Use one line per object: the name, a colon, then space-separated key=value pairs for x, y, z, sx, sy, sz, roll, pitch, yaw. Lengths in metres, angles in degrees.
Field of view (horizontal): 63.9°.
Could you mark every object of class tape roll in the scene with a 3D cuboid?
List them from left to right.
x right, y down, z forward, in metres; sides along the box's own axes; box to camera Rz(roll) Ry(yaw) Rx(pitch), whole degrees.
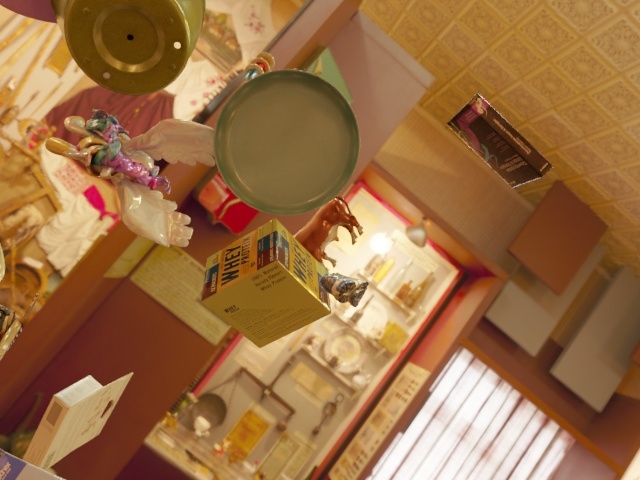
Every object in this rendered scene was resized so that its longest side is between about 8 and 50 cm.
tape roll: x=-0.705 y=-0.666 z=1.324 sx=0.275 sy=0.275 sz=0.090 roll=36 pitch=-50 yaw=13

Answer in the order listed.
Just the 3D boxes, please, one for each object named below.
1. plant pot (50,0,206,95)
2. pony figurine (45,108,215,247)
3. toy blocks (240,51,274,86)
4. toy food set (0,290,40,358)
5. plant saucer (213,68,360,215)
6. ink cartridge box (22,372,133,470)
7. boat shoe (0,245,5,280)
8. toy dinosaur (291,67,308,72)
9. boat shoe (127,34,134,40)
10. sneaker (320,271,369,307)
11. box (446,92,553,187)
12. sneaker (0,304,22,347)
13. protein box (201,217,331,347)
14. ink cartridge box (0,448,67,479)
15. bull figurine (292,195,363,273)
plant pot: x=-0.424 y=-0.499 z=1.139 sx=0.366 sy=0.366 sz=0.353 roll=47 pitch=13 yaw=-39
pony figurine: x=-0.440 y=-0.175 z=1.200 sx=0.351 sy=0.303 sz=0.363 roll=17 pitch=8 yaw=-39
toy blocks: x=-0.177 y=-0.409 z=1.326 sx=0.054 sy=0.148 sz=0.123 roll=30 pitch=-53 yaw=-9
toy food set: x=-0.498 y=0.167 z=0.772 sx=0.038 sy=0.192 sz=0.132 roll=31 pitch=-36 yaw=-22
plant saucer: x=-0.073 y=-0.211 z=1.122 sx=0.317 sy=0.317 sz=0.044 roll=38 pitch=1 yaw=2
ink cartridge box: x=-0.732 y=0.534 z=1.552 sx=0.066 sy=0.296 sz=0.261 roll=36 pitch=18 yaw=11
boat shoe: x=-0.527 y=-0.066 z=0.692 sx=0.302 sy=0.109 sz=0.098 roll=57 pitch=-41 yaw=10
toy dinosaur: x=-0.052 y=-0.425 z=1.391 sx=0.082 sy=0.047 sz=0.090 roll=62 pitch=-8 yaw=14
boat shoe: x=-0.459 y=-0.541 z=1.276 sx=0.116 sy=0.324 sz=0.123 roll=-12 pitch=-64 yaw=27
sneaker: x=0.041 y=0.077 z=0.883 sx=0.058 sy=0.052 sz=0.135 roll=30 pitch=-1 yaw=25
box: x=0.283 y=-0.156 z=0.828 sx=0.162 sy=0.029 sz=0.116 roll=43 pitch=-3 yaw=1
sneaker: x=-0.906 y=0.203 z=1.336 sx=0.104 sy=0.147 sz=0.295 roll=10 pitch=-39 yaw=24
protein box: x=-0.116 y=0.098 z=1.126 sx=0.201 sy=0.200 sz=0.136 roll=47 pitch=23 yaw=-35
ink cartridge box: x=-0.388 y=0.415 z=0.792 sx=0.311 sy=0.065 sz=0.186 roll=25 pitch=-37 yaw=4
bull figurine: x=0.000 y=0.000 z=1.707 sx=0.188 sy=0.310 sz=0.101 roll=41 pitch=15 yaw=6
